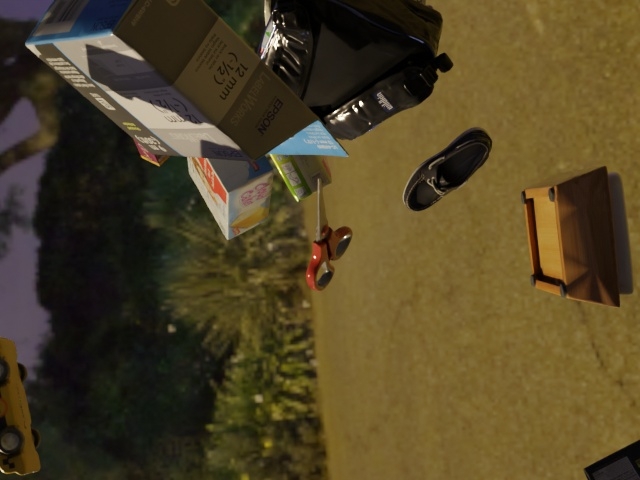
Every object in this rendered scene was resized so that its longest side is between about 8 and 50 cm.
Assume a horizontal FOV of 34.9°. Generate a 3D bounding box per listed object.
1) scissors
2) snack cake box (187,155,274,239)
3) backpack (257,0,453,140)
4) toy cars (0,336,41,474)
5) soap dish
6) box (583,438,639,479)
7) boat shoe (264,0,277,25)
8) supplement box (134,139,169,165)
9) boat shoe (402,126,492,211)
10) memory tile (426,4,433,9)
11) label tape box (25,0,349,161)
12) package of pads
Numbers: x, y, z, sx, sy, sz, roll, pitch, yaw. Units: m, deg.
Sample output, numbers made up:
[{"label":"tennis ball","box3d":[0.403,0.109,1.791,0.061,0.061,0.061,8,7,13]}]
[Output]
[{"label":"scissors","box3d":[0.000,0.000,1.418,0.109,0.021,0.297,-57,-15,-8]},{"label":"snack cake box","box3d":[-0.159,-0.118,1.745,0.152,0.089,0.264,60,168,12]},{"label":"backpack","box3d":[0.026,-0.287,1.520,0.263,0.276,0.213,-51,17,46]},{"label":"toy cars","box3d":[-0.457,0.142,1.309,0.176,0.087,0.394,-111,8,-58]},{"label":"soap dish","box3d":[0.437,-0.007,1.760,0.291,0.118,0.229,-138,41,-88]},{"label":"box","box3d":[0.440,0.274,1.223,0.059,0.232,0.183,65,-176,35]},{"label":"boat shoe","box3d":[-0.026,-0.405,1.881,0.340,0.113,0.127,59,-142,-74]},{"label":"supplement box","box3d":[-0.256,-0.165,1.559,0.043,0.055,0.083,26,150,31]},{"label":"boat shoe","box3d":[0.140,-0.073,1.126,0.125,0.046,0.038,-40,17,21]},{"label":"memory tile","box3d":[0.193,-0.471,2.262,0.148,0.113,0.012,-75,-31,-42]},{"label":"label tape box","box3d":[-0.165,-0.178,1.278,0.249,0.347,0.115,9,61,51]},{"label":"package of pads","box3d":[-0.072,-0.247,2.215,0.229,0.101,0.296,61,-174,-24]}]
